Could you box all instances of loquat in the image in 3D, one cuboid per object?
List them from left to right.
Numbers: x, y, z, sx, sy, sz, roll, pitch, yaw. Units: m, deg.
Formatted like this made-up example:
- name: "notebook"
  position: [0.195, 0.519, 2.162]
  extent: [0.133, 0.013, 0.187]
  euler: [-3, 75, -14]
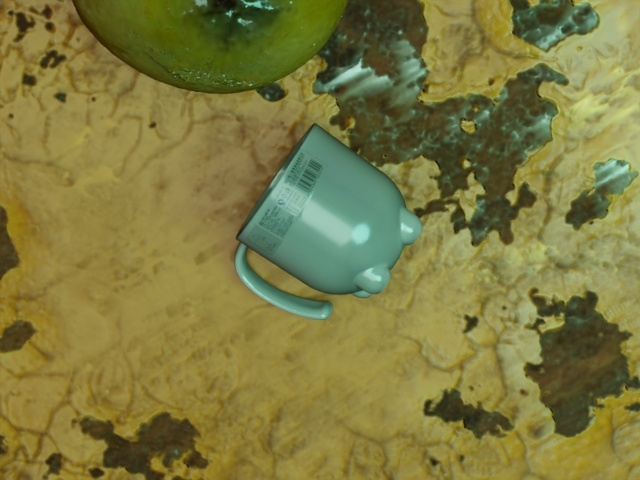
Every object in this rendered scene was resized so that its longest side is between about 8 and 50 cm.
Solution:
- name: "loquat"
  position: [-0.099, -0.258, 1.621]
  extent: [0.263, 0.263, 0.263]
  euler: [0, 97, 1]

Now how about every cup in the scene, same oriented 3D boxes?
- name: "cup"
  position: [0.002, -0.001, 1.709]
  extent: [0.142, 0.134, 0.173]
  euler: [35, 95, -5]
